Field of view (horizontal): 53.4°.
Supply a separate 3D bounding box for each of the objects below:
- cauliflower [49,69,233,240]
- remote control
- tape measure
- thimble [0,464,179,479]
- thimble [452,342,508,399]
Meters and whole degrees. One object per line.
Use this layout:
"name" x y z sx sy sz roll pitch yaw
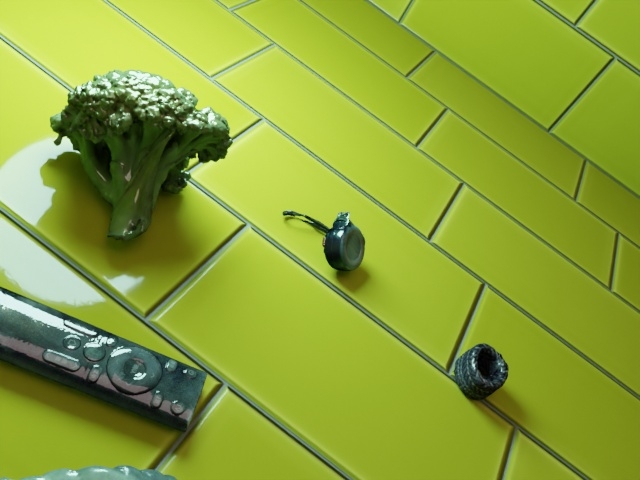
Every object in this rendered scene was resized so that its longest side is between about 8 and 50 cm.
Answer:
"cauliflower" -0.329 -0.166 1.157 0.327 0.280 0.260 11 16 11
"remote control" -0.353 0.164 0.926 0.378 0.044 0.107 25 45 -10
"tape measure" 0.001 0.002 1.329 0.180 0.104 0.107 10 61 22
"thimble" -0.256 0.349 0.686 0.250 0.205 0.171 25 44 -37
"thimble" 0.318 0.260 1.264 0.104 0.066 0.095 -17 64 -42
